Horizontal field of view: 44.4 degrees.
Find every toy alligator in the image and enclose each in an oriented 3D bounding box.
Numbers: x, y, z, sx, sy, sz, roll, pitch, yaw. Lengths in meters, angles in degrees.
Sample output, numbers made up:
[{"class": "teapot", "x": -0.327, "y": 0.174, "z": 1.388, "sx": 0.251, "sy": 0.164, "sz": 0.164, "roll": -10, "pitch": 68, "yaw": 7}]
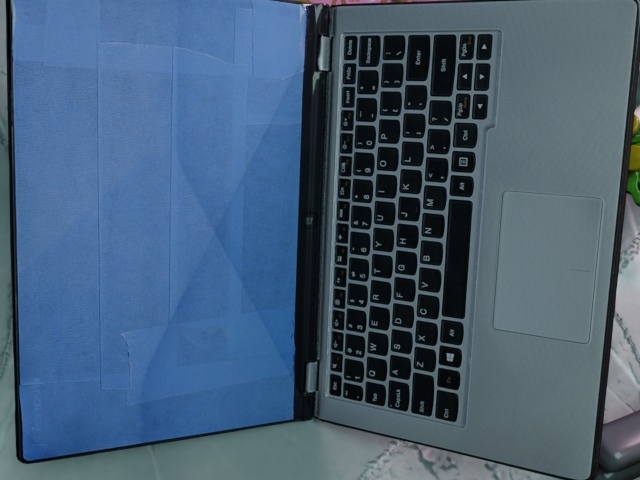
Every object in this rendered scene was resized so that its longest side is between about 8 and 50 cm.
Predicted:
[{"class": "toy alligator", "x": 0.341, "y": -0.077, "z": 0.873, "sx": 0.051, "sy": 0.056, "sz": 0.189, "roll": -14, "pitch": 77, "yaw": 27}]

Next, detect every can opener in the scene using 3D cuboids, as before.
[{"class": "can opener", "x": 0.385, "y": 0.164, "z": 0.819, "sx": 0.284, "sy": 0.076, "sz": 0.095, "roll": -16, "pitch": 48, "yaw": -16}]

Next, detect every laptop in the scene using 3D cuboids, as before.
[{"class": "laptop", "x": 0.000, "y": 0.000, "z": 0.600, "sx": 0.408, "sy": 0.236, "sz": 0.381, "roll": 7, "pitch": 101, "yaw": 27}]

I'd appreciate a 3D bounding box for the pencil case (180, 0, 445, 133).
[{"class": "pencil case", "x": -0.009, "y": -0.212, "z": 0.773, "sx": 0.386, "sy": 0.167, "sz": 0.160, "roll": -33, "pitch": 54, "yaw": -19}]
